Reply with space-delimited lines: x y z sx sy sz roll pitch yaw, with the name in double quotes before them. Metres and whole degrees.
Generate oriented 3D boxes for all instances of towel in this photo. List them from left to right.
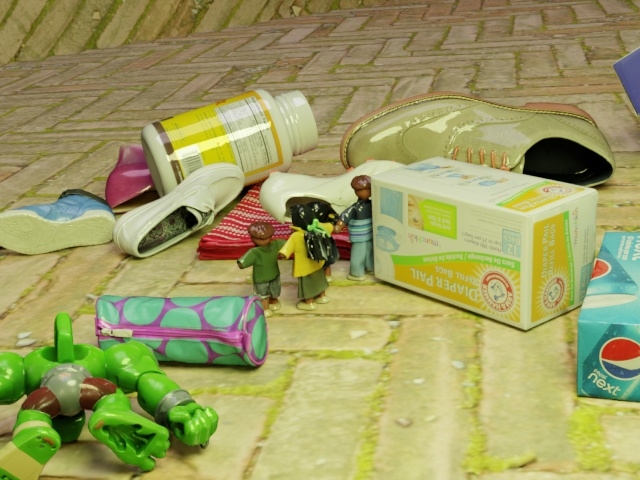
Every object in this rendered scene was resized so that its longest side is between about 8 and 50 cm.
"towel" -0.022 -0.034 1.233 0.199 0.031 0.275 0 20 12

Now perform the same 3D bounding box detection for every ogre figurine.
"ogre figurine" -0.184 0.119 0.740 0.197 0.096 0.118 -19 33 -6

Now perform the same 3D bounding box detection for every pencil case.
"pencil case" -0.123 0.080 0.878 0.152 0.064 0.070 -1 4 13

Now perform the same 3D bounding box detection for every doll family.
"doll family" 0.000 0.000 1.002 0.076 0.111 0.193 8 23 34

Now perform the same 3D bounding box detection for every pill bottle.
"pill bottle" -0.116 -0.125 1.299 0.215 0.117 0.117 -20 22 -15

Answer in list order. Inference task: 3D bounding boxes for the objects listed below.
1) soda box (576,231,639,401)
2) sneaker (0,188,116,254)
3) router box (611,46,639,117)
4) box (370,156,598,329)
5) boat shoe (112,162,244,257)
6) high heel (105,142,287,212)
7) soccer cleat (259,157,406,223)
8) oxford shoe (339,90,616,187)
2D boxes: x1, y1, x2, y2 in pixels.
"soda box" 0.264 0.057 0.838 0.071 0.067 0.210 3 20 21
"sneaker" -0.334 -0.027 1.244 0.152 0.058 0.084 -6 24 -14
"router box" 0.594 -0.267 1.295 0.335 0.082 0.301 -33 -18 36
"box" 0.155 -0.004 0.967 0.103 0.114 0.203 -18 23 -37
"boat shoe" -0.160 -0.035 1.199 0.184 0.066 0.063 -26 37 -29
"high heel" -0.169 -0.077 1.366 0.244 0.082 0.117 7 50 -5
"soccer cleat" 0.027 -0.048 1.133 0.196 0.068 0.076 -6 39 -21
"oxford shoe" 0.201 -0.114 1.257 0.348 0.123 0.130 -5 26 -5
